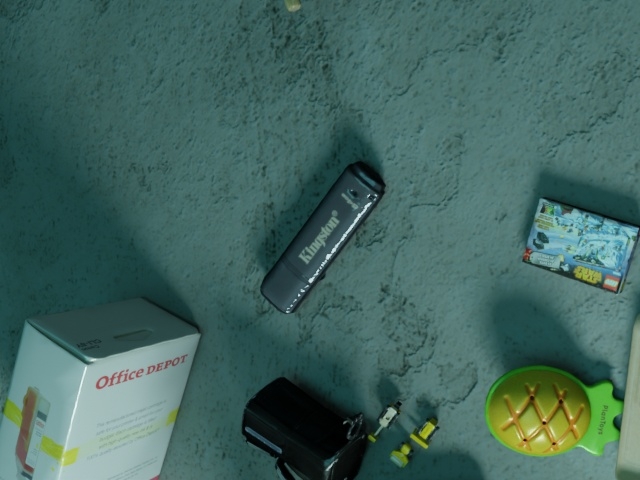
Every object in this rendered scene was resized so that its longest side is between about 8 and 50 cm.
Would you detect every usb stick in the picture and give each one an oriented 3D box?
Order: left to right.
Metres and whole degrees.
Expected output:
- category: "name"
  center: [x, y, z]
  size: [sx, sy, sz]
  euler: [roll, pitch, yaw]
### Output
- category: "usb stick"
  center: [0.000, 0.000, 1.421]
  size: [0.077, 0.045, 0.278]
  euler: [46, 116, 19]

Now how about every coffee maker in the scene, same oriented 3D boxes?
- category: "coffee maker"
  center: [-0.022, 0.293, 1.430]
  size: [0.178, 0.120, 0.171]
  euler: [30, 108, 26]

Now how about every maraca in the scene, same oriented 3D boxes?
- category: "maraca"
  center: [0.315, 0.232, 1.233]
  size: [0.186, 0.099, 0.127]
  euler: [6, 103, 4]

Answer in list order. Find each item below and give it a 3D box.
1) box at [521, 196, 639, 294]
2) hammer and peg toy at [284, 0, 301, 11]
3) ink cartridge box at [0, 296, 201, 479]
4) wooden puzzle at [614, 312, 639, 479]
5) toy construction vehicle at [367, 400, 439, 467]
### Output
- category: "box"
  center: [0.348, 0.006, 1.222]
  size: [0.137, 0.027, 0.093]
  euler: [21, 105, 28]
- category: "hammer and peg toy"
  center: [0.057, -0.479, 1.282]
  size: [0.362, 0.127, 0.265]
  euler: [-9, 93, 32]
- category: "ink cartridge box"
  center: [-0.388, 0.309, 1.558]
  size: [0.160, 0.279, 0.384]
  euler: [27, 109, 27]
- category: "wooden puzzle"
  center: [0.498, 0.220, 1.154]
  size: [0.221, 0.044, 0.238]
  euler: [9, 96, 30]
- category: "toy construction vehicle"
  center: [0.127, 0.289, 1.391]
  size: [0.086, 0.035, 0.098]
  euler: [35, 115, 11]
